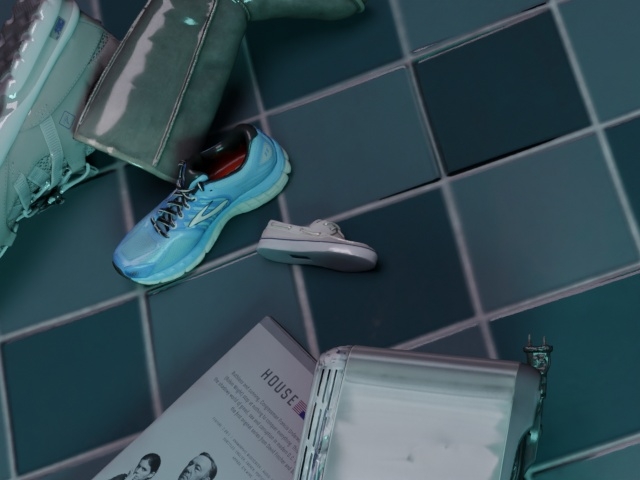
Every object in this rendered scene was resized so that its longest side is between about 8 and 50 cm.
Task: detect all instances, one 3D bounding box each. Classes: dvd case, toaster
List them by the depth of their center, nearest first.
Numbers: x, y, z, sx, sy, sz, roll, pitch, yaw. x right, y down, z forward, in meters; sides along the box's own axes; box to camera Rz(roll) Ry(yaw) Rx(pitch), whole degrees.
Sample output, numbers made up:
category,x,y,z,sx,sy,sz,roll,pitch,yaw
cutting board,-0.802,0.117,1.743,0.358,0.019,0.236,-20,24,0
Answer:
category,x,y,z,sx,sy,sz,roll,pitch,yaw
toaster,0.062,0.157,1.105,0.146,0.129,0.227,8,73,10
dvd case,-0.068,0.189,1.219,0.238,0.029,0.179,-43,55,-7

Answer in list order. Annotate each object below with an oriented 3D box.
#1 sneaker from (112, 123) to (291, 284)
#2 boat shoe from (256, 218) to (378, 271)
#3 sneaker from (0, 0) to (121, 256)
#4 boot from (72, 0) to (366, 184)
category,x,y,z,sx,sy,sz,roll,pitch,yaw
sneaker,-0.102,-0.035,1.335,0.162,0.073,0.063,-43,55,-6
boat shoe,0.000,0.000,1.300,0.100,0.035,0.035,5,66,31
sneaker,-0.234,-0.058,1.385,0.105,0.115,0.281,24,89,63
boot,-0.078,-0.140,1.377,0.189,0.076,0.209,19,82,-10
